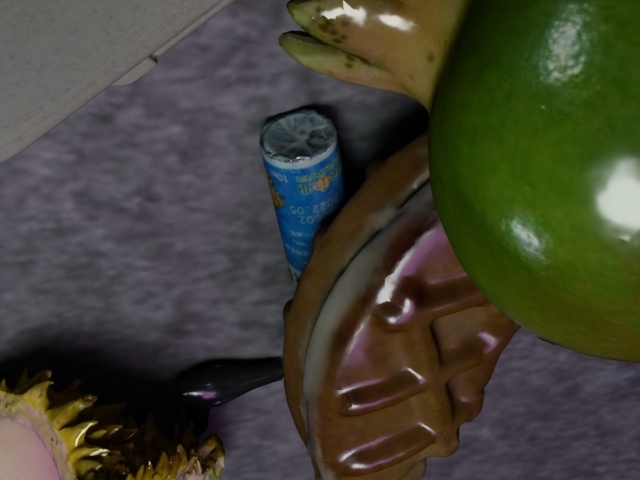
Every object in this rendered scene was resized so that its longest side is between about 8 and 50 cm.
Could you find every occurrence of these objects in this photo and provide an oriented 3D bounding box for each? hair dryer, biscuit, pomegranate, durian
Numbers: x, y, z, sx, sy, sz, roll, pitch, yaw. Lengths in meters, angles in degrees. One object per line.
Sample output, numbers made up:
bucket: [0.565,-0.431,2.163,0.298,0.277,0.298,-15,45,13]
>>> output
hair dryer: [-0.071,0.115,1.245,0.079,0.031,0.083,-10,147,-25]
biscuit: [0.142,0.019,1.140,0.366,0.115,0.268,-23,134,-20]
pomegranate: [0.154,-0.110,0.938,0.358,0.310,0.216,19,163,3]
durian: [-0.153,0.196,1.202,0.195,0.185,0.305,-15,141,-36]

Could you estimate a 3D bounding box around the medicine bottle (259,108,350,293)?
medicine bottle: [0.000,0.000,1.144,0.051,0.051,0.191,-18,133,-5]

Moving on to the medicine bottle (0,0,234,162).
medicine bottle: [-0.127,-0.197,0.850,0.375,0.123,0.282,-36,143,13]
